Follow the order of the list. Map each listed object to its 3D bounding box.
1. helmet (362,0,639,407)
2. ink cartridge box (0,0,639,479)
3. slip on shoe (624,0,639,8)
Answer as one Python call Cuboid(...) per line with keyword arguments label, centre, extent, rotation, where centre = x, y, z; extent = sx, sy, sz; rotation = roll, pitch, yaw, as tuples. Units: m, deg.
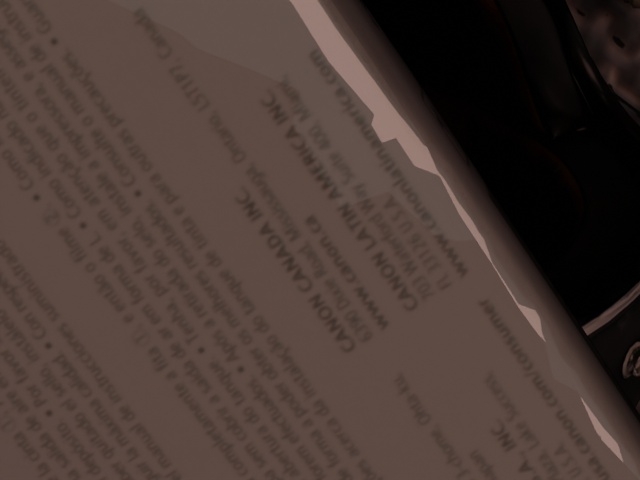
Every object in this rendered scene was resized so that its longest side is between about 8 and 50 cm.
Cuboid(label="helmet", centre=(0.000, 0.000, 0.462), extent=(0.169, 0.169, 0.161), rotation=(-35, 98, -21))
Cuboid(label="ink cartridge box", centre=(-0.078, 0.036, 0.351), extent=(0.232, 0.066, 0.189), rotation=(-33, 103, 9))
Cuboid(label="slip on shoe", centre=(0.086, -0.138, 0.574), extent=(0.041, 0.051, 0.135), rotation=(-3, 107, 12))
